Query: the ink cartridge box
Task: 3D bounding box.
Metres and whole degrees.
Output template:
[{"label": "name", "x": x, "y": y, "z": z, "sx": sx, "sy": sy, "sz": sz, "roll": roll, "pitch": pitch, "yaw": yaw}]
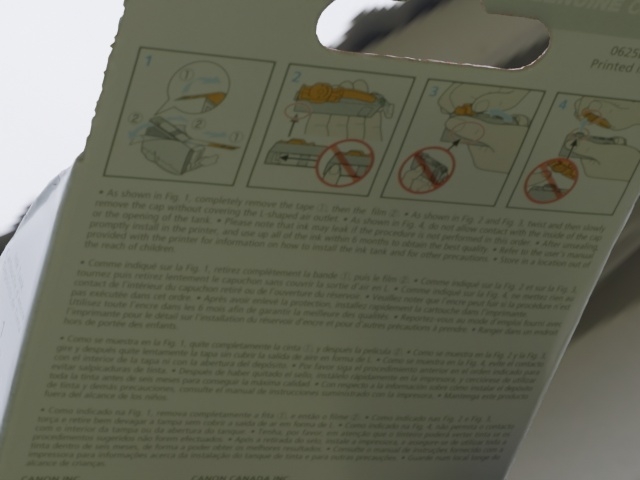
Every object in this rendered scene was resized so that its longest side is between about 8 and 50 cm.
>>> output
[{"label": "ink cartridge box", "x": 0.000, "y": 0.000, "z": 0.558, "sx": 0.189, "sy": 0.066, "sz": 0.232, "roll": 3, "pitch": -58, "yaw": -24}]
